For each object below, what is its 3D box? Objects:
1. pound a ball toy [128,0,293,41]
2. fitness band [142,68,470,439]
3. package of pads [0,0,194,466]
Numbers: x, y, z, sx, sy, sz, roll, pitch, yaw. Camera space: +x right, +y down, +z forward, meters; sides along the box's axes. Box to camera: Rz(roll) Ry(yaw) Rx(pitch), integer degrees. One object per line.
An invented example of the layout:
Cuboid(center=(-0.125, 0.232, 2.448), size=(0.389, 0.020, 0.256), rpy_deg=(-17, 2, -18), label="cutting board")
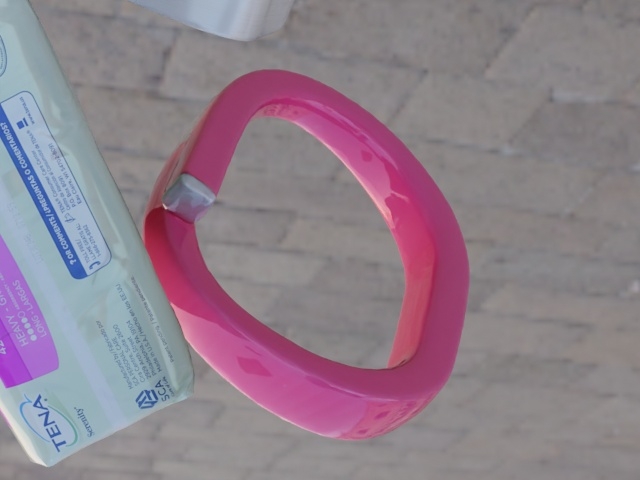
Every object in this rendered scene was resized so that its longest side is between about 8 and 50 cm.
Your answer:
Cuboid(center=(0.003, -0.256, 0.805), size=(0.208, 0.319, 0.136), rpy_deg=(24, -165, 7), label="pound a ball toy")
Cuboid(center=(0.000, 0.000, 0.994), size=(0.209, 0.291, 0.054), rpy_deg=(37, 121, -11), label="fitness band")
Cuboid(center=(-0.174, -0.053, 0.813), size=(0.101, 0.229, 0.296), rpy_deg=(-27, -156, -8), label="package of pads")
